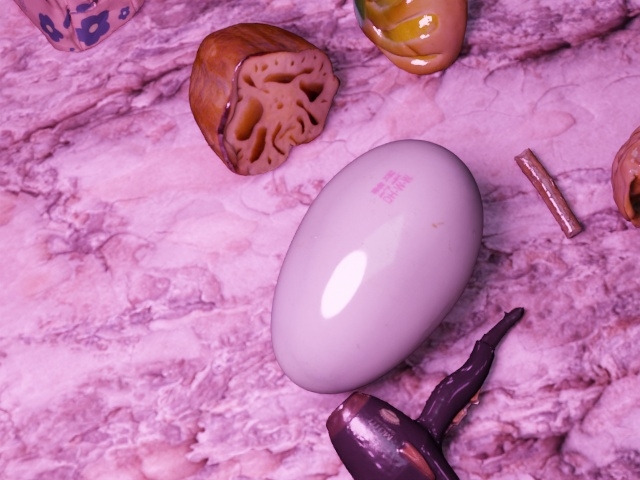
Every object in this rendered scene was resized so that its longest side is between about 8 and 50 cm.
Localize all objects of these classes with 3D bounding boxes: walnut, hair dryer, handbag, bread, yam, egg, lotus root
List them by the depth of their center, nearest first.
[{"bbox_3d":[0.072,0.033,1.335,0.230,0.230,0.371,30,73,8],"label":"egg"},{"bbox_3d":[0.204,0.233,1.353,0.303,0.120,0.359,40,65,2],"label":"hair dryer"},{"bbox_3d":[0.524,-0.128,1.433,0.238,0.204,0.141,-5,49,-10],"label":"walnut"},{"bbox_3d":[-0.105,-0.213,1.472,0.188,0.199,0.180,-6,30,-41],"label":"lotus root"},{"bbox_3d":[0.330,-0.070,1.486,0.032,0.032,0.145,-27,75,-11],"label":"yam"},{"bbox_3d":[-0.388,-0.433,1.503,0.190,0.193,0.251,-38,75,-9],"label":"handbag"},{"bbox_3d":[0.131,-0.392,1.526,0.158,0.156,0.261,-15,71,-9],"label":"bread"}]
